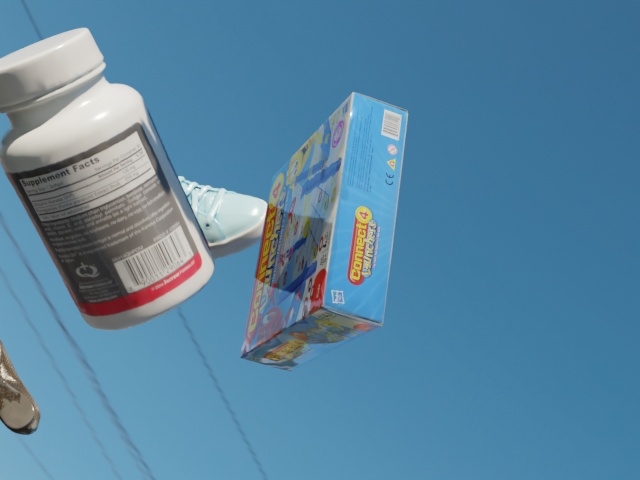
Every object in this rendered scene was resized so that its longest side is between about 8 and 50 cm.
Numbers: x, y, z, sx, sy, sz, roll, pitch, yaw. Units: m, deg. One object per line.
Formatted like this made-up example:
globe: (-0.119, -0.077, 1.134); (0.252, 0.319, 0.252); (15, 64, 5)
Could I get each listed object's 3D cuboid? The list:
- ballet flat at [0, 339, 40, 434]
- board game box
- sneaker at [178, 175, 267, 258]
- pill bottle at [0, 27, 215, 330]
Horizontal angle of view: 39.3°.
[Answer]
ballet flat: (-0.562, 0.248, 1.577); (0.250, 0.084, 0.058); (43, -16, 30)
board game box: (0.000, 0.000, 1.252); (0.086, 0.308, 0.302); (17, -25, -19)
sneaker: (-0.265, -0.062, 1.507); (0.365, 0.135, 0.150); (1, -39, 10)
pill bottle: (-0.258, -0.071, 1.035); (0.176, 0.176, 0.319); (2, -58, 43)
